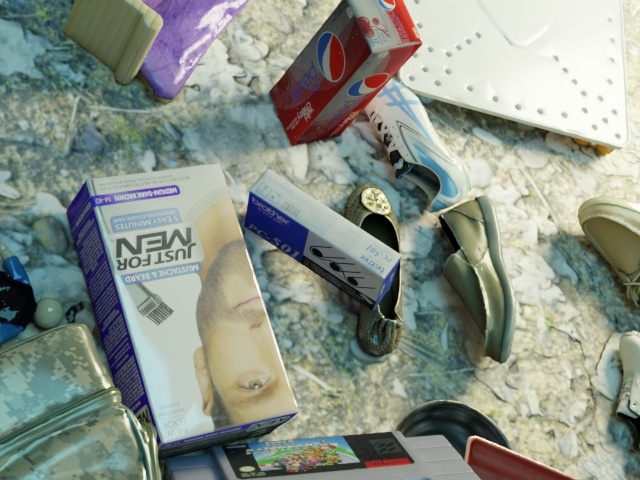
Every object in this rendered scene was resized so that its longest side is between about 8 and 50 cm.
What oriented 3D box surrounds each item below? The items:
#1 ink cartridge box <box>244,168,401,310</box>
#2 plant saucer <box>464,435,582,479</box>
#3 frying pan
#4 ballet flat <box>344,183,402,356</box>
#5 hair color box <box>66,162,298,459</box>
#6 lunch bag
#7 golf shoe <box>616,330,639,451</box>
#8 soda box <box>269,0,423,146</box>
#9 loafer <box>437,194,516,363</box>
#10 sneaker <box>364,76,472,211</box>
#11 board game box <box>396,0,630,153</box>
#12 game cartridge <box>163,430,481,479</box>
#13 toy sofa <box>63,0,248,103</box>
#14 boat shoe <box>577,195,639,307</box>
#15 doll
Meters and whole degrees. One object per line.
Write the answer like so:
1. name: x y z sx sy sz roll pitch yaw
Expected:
1. ink cartridge box: 0.000 0.000 1.783 0.207 0.097 0.046 33 63 11
2. plant saucer: 0.265 0.405 1.716 0.259 0.048 0.258 25 55 -16
3. frying pan: 0.223 0.294 1.810 0.326 0.053 0.197 -9 72 -30
4. ballet flat: 0.078 0.033 1.859 0.084 0.058 0.249 9 64 -22
5. hair color box: -0.171 0.083 1.691 0.185 0.110 0.338 -10 73 -29
6. lunch bag: -0.289 0.265 1.440 0.213 0.305 0.256 -23 75 -29
7. golf shoe: 0.448 0.214 1.947 0.086 0.069 0.176 -13 72 -23
8. soda box: 0.029 -0.225 1.833 0.083 0.263 0.092 -15 75 -30
9. loafer: 0.212 0.057 1.905 0.087 0.094 0.251 -7 58 -1
10. sneaker: 0.117 -0.144 1.947 0.086 0.085 0.237 -35 82 -26
11. board game box: 0.291 -0.344 2.139 0.390 0.050 0.390 13 62 -19
12. game cartridge: 0.011 0.295 1.593 0.355 0.230 0.068 -2 111 -16
13. toy sofa: -0.168 -0.371 1.877 0.177 0.150 0.362 38 57 -4
14. boat shoe: 0.494 0.050 2.020 0.302 0.109 0.098 38 56 -12
15. doll: -0.393 0.061 1.633 0.189 0.046 0.129 18 62 -16
